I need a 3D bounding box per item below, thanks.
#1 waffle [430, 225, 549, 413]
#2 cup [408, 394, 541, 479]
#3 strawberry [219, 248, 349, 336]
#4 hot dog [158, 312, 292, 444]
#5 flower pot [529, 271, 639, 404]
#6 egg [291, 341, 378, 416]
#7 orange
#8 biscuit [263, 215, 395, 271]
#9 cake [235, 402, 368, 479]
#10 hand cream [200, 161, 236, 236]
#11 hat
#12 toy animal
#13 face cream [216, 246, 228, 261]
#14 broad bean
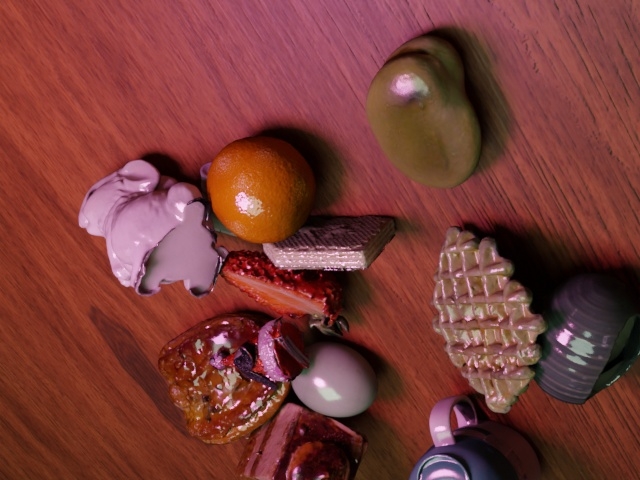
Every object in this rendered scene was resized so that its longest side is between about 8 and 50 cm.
[{"bbox_3d":[0.276,0.135,1.454,0.292,0.056,0.309,57,155,37],"label":"waffle"},{"bbox_3d":[0.289,0.452,1.654,0.219,0.257,0.290,-16,85,28],"label":"cup"},{"bbox_3d":[-0.055,0.083,1.643,0.286,0.106,0.188,31,156,-18],"label":"strawberry"},{"bbox_3d":[-0.220,0.307,1.886,0.387,0.174,0.267,-32,90,41],"label":"hot dog"},{"bbox_3d":[0.434,0.161,1.396,0.157,0.189,0.243,48,141,33],"label":"flower pot"},{"bbox_3d":[0.027,0.289,1.750,0.192,0.149,0.150,18,131,26],"label":"egg"},{"bbox_3d":[-0.107,-0.092,1.513,0.206,0.206,0.206,15,130,19],"label":"orange"},{"bbox_3d":[0.000,0.000,1.547,0.252,0.150,0.052,0,116,31],"label":"biscuit"},{"bbox_3d":[-0.032,0.458,1.811,0.196,0.199,0.293,32,159,-15],"label":"cake"},{"bbox_3d":[-0.210,-0.078,1.684,0.076,0.047,0.174,17,139,17],"label":"hand cream"},{"bbox_3d":[-0.138,0.230,1.700,0.227,0.129,0.140,-13,155,28],"label":"hat"},{"bbox_3d":[-0.339,-0.042,1.629,0.357,0.193,0.258,41,105,43],"label":"toy animal"},{"bbox_3d":[-0.241,0.058,1.807,0.034,0.034,0.130,43,134,-6],"label":"face cream"},{"bbox_3d":[0.160,-0.188,1.334,0.189,0.121,0.263,6,128,31],"label":"broad bean"}]
